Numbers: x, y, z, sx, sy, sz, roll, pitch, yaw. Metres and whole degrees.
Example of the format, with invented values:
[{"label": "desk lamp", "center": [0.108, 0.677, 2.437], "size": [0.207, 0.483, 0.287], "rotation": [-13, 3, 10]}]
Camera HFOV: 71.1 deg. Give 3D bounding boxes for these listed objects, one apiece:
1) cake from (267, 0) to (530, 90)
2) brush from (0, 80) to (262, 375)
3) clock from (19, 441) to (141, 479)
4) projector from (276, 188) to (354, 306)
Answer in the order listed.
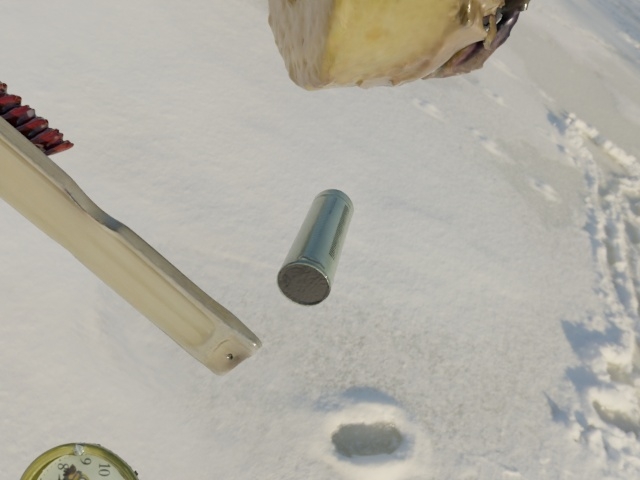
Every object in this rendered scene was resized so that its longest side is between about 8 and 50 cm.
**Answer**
[{"label": "cake", "center": [0.108, -0.357, 0.561], "size": [0.322, 0.332, 0.332], "rotation": [-10, 57, -18]}, {"label": "brush", "center": [-0.168, -0.026, 0.307], "size": [0.321, 0.060, 0.050], "rotation": [44, 33, -10]}, {"label": "clock", "center": [-0.393, 0.449, 0.750], "size": [0.237, 0.237, 0.057], "rotation": [40, 1, 6]}, {"label": "projector", "center": [0.000, 0.000, 0.972], "size": [0.108, 0.108, 0.337], "rotation": [30, 32, -5]}]
